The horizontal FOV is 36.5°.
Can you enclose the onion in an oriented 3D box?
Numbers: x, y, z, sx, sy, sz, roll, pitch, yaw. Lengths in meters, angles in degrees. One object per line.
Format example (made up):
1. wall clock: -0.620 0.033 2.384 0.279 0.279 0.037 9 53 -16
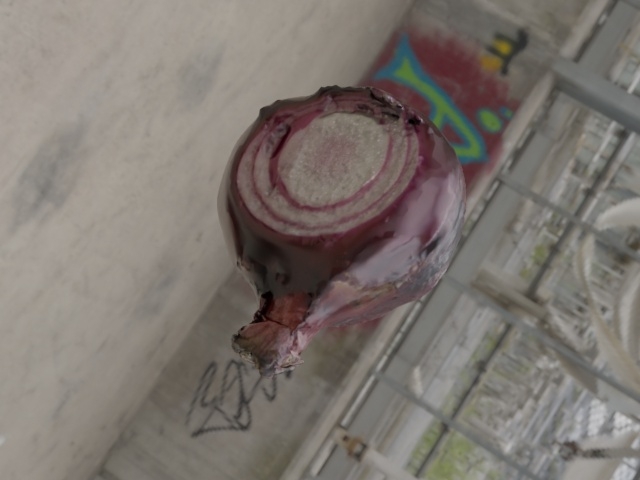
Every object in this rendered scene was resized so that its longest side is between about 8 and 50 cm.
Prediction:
1. onion: 0.007 0.007 0.641 0.135 0.173 0.198 44 64 -50
